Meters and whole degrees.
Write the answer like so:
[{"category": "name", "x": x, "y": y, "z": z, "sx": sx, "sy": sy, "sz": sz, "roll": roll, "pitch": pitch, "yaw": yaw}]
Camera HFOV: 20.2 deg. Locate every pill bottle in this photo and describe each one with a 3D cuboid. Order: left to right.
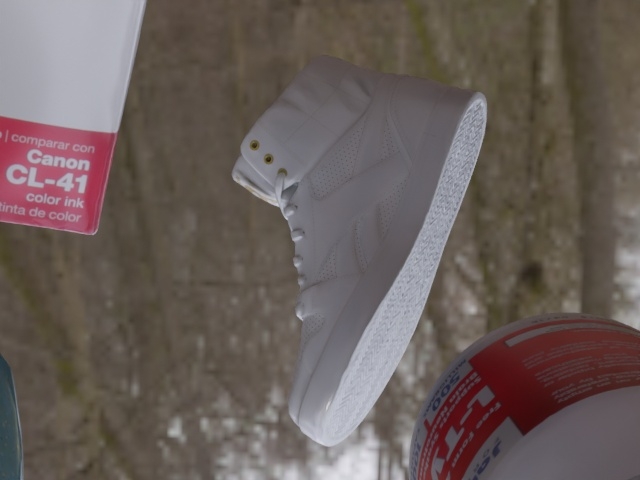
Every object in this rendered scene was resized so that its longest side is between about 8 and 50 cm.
[{"category": "pill bottle", "x": 0.186, "y": 0.185, "z": 1.107, "sx": 0.229, "sy": 0.229, "sz": 0.408, "roll": 1, "pitch": -174, "yaw": -4}]

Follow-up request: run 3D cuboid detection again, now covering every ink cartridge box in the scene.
[{"category": "ink cartridge box", "x": -0.154, "y": -0.192, "z": 1.025, "sx": 0.131, "sy": 0.306, "sz": 0.226, "roll": 13, "pitch": -151, "yaw": -10}]

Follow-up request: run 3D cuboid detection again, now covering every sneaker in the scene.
[{"category": "sneaker", "x": 0.000, "y": 0.000, "z": 1.378, "sx": 0.169, "sy": 0.293, "sz": 0.108, "roll": 19, "pitch": 168, "yaw": 20}]

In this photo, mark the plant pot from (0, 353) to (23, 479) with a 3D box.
[{"category": "plant pot", "x": -0.280, "y": 0.105, "z": 0.811, "sx": 0.247, "sy": 0.248, "sz": 0.252, "roll": -11, "pitch": -145, "yaw": 36}]
